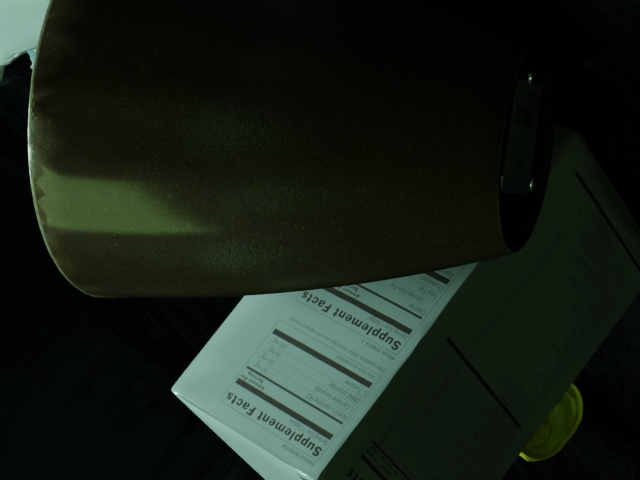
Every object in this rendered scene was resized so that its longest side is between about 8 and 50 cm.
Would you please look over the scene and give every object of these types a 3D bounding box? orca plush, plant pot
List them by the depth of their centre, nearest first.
[{"bbox_3d":[-0.001,-0.062,0.984,0.230,0.215,0.215,7,156,21],"label":"plant pot"},{"bbox_3d":[-0.237,-0.200,1.456,0.151,0.102,0.287,4,165,-6],"label":"orca plush"}]

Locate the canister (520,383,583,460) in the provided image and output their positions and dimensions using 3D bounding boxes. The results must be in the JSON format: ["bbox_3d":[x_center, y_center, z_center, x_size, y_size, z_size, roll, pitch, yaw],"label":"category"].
[{"bbox_3d":[0.123,0.109,1.540,0.126,0.073,0.170,44,168,-25],"label":"canister"}]

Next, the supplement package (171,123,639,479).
[{"bbox_3d":[0.058,0.049,1.084,0.134,0.244,0.139,26,163,44],"label":"supplement package"}]

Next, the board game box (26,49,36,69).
[{"bbox_3d":[-0.199,-0.146,1.627,0.201,0.035,0.136,36,168,10],"label":"board game box"}]
